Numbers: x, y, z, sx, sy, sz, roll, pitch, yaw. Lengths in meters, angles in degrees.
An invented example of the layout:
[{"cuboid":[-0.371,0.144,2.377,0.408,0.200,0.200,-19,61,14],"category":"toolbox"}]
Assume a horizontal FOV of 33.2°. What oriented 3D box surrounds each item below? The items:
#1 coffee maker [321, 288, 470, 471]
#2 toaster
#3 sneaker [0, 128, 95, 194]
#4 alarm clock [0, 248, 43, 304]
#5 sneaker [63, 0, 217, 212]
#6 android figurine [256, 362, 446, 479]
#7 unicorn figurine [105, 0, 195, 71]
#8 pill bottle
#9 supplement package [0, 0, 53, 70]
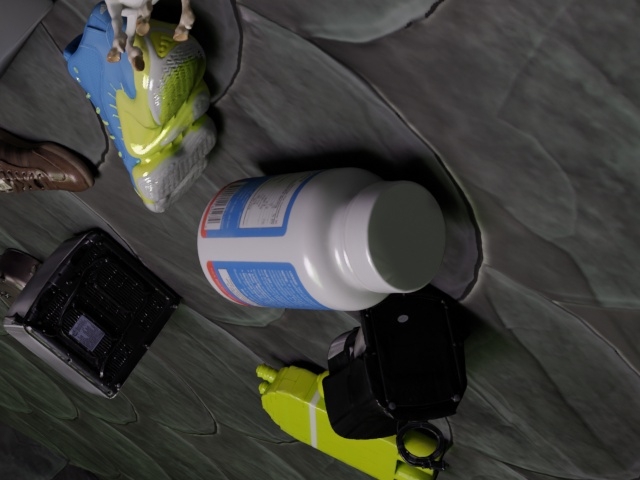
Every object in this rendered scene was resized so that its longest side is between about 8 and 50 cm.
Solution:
[{"cuboid":[0.066,0.151,1.086,0.120,0.171,0.178,17,157,-6],"category":"coffee maker"},{"cuboid":[-0.307,0.092,1.412,0.185,0.168,0.110,44,154,-23],"category":"toaster"},{"cuboid":[-0.350,-0.078,1.267,0.188,0.071,0.066,18,151,30],"category":"sneaker"},{"cuboid":[-0.451,0.086,1.698,0.129,0.064,0.192,17,154,29],"category":"alarm clock"},{"cuboid":[-0.162,-0.127,0.967,0.126,0.091,0.240,39,150,14],"category":"sneaker"},{"cuboid":[0.034,0.243,1.422,0.272,0.056,0.248,25,154,16],"category":"android figurine"},{"cuboid":[-0.145,-0.192,0.821,0.161,0.111,0.060,-14,162,30],"category":"unicorn figurine"},{"cuboid":[0.000,0.000,0.943,0.221,0.124,0.124,0,140,50],"category":"pill bottle"},{"cuboid":[-0.411,-0.180,1.032,0.177,0.175,0.293,41,153,-15],"category":"supplement package"}]
